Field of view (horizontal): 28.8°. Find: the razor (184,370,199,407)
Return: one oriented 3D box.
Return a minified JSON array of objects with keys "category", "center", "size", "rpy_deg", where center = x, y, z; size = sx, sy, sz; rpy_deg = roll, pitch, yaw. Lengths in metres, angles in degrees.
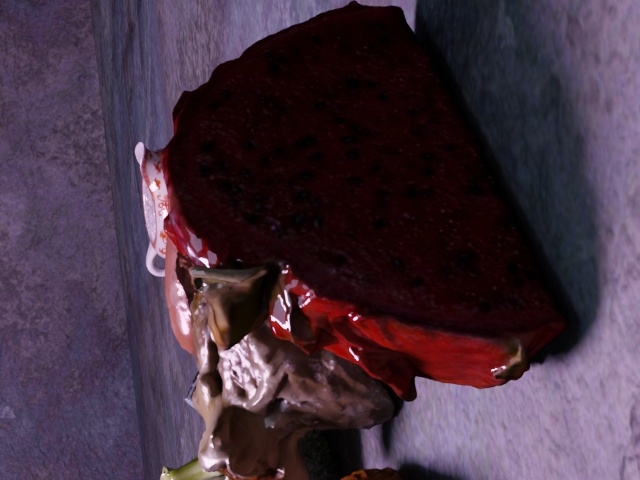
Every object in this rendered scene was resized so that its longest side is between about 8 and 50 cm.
[{"category":"razor","center":[-0.102,0.137,1.581],"size":[0.111,0.056,0.278],"rpy_deg":[-63,6,-27]}]

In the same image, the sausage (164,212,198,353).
[{"category":"sausage","center":[-0.168,-0.002,1.644],"size":[0.078,0.078,0.304],"rpy_deg":[132,142,-71]}]

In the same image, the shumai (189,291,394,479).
[{"category":"shumai","center":[-0.048,0.135,1.060],"size":[0.209,0.153,0.161],"rpy_deg":[27,170,27]}]

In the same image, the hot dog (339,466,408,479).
[{"category":"hot dog","center":[0.034,0.268,0.953],"size":[0.259,0.114,0.175],"rpy_deg":[-26,-75,-72]}]

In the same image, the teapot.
[{"category":"teapot","center":[-0.218,-0.043,1.821],"size":[0.159,0.116,0.245],"rpy_deg":[48,141,46]}]

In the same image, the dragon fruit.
[{"category":"dragon fruit","center":[0.000,0.000,0.814],"size":[0.152,0.205,0.317],"rpy_deg":[98,160,-46]}]

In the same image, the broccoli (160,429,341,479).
[{"category":"broccoli","center":[-0.067,0.245,1.243],"size":[0.226,0.176,0.197],"rpy_deg":[-22,62,53]}]
